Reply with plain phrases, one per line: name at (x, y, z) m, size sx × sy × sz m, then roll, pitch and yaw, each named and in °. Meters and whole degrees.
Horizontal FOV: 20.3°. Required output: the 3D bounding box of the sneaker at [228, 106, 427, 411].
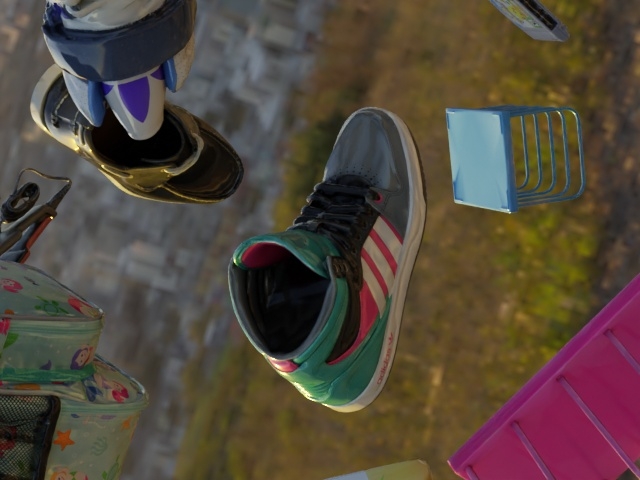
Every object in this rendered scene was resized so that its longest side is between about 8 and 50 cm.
sneaker at (0.000, 0.000, 1.662) m, size 0.123 × 0.178 × 0.296 m, roll 0°, pitch 76°, yaw 32°

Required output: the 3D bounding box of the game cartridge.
game cartridge at (0.166, -0.195, 1.496) m, size 0.017 × 0.083 × 0.056 m, roll -52°, pitch 20°, yaw -3°

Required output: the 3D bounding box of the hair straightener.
hair straightener at (-0.370, -0.025, 2.191) m, size 0.047 × 0.089 × 0.230 m, roll -4°, pitch 31°, yaw 30°

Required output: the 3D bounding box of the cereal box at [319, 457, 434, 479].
cereal box at (-0.034, 0.222, 0.958) m, size 0.047 × 0.240 × 0.173 m, roll 89°, pitch 167°, yaw -55°

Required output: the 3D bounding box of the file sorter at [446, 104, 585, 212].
file sorter at (0.234, -0.104, 2.158) m, size 0.170 × 0.104 × 0.118 m, roll -164°, pitch 67°, yaw -71°

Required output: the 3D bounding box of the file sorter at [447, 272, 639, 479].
file sorter at (0.324, 0.217, 1.809) m, size 0.291 × 0.202 × 0.182 m, roll -46°, pitch 43°, yaw 11°

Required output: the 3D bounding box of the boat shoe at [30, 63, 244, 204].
boat shoe at (-0.135, -0.074, 1.475) m, size 0.079 × 0.233 × 0.084 m, roll 24°, pitch 88°, yaw 38°

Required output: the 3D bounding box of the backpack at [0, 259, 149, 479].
backpack at (-0.266, 0.113, 1.406) m, size 0.225 × 0.253 × 0.191 m, roll 25°, pitch 95°, yaw 46°

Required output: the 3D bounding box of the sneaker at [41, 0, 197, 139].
sneaker at (-0.137, -0.178, 1.247) m, size 0.323 × 0.130 × 0.236 m, roll -127°, pitch 19°, yaw -71°
